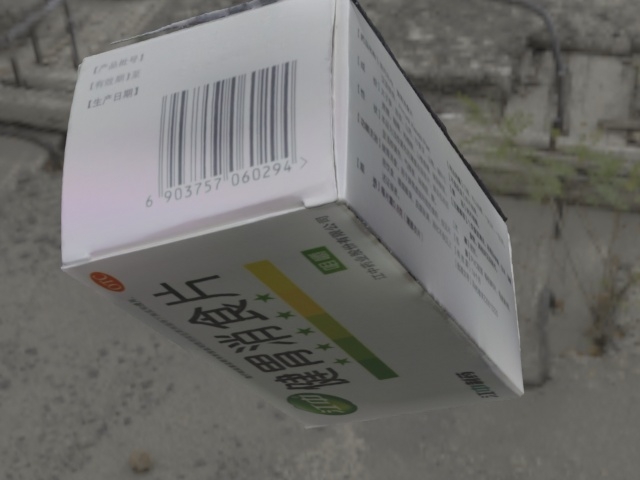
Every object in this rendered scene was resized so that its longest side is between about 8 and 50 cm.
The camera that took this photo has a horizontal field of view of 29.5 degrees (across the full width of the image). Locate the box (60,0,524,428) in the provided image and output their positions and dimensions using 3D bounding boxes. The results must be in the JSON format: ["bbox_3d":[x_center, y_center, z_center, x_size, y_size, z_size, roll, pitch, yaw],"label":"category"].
[{"bbox_3d":[0.001,0.001,0.774,0.173,0.333,0.145,-11,61,22],"label":"box"}]
